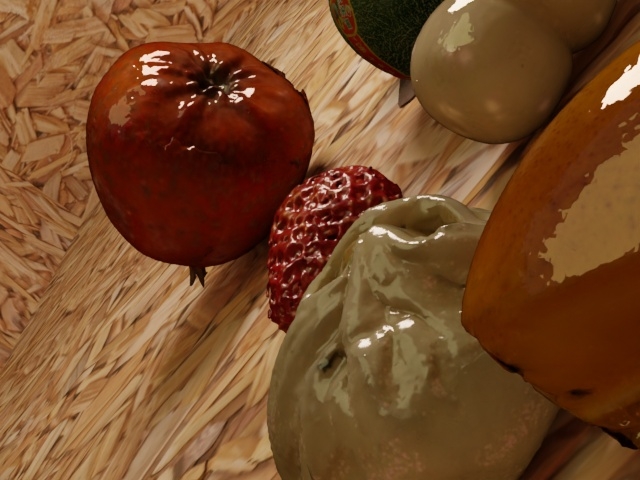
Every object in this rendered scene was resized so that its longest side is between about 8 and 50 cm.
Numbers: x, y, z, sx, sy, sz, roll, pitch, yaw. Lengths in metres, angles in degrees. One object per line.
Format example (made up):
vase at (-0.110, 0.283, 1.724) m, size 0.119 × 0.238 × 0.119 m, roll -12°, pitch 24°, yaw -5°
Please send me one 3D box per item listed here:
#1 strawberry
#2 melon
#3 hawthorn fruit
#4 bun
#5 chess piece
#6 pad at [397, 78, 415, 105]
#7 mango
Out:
strawberry at (0.000, 0.000, 1.100) m, size 0.121 × 0.082 × 0.188 m, roll -32°, pitch 23°, yaw 49°
melon at (0.102, -0.241, 1.129) m, size 0.182 × 0.182 × 0.287 m, roll -56°, pitch 13°, yaw -7°
hawthorn fruit at (-0.148, -0.076, 1.459) m, size 0.276 × 0.276 × 0.307 m, roll -80°, pitch 1°, yaw -61°
bun at (0.051, 0.060, 0.693) m, size 0.231 × 0.133 × 0.231 m, roll -48°, pitch 14°, yaw 16°
chess piece at (0.169, -0.215, 0.926) m, size 0.300 × 0.167 × 0.167 m, roll -59°, pitch 15°, yaw -6°
pad at (0.172, -0.265, 1.323) m, size 0.266 × 0.002 × 0.176 m, roll -47°, pitch 15°, yaw 25°
mango at (0.167, -0.020, 0.518) m, size 0.252 × 0.126 × 0.154 m, roll -48°, pitch 27°, yaw 20°
